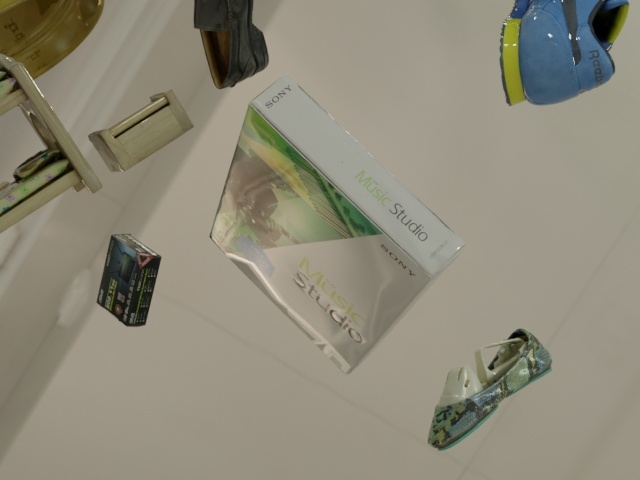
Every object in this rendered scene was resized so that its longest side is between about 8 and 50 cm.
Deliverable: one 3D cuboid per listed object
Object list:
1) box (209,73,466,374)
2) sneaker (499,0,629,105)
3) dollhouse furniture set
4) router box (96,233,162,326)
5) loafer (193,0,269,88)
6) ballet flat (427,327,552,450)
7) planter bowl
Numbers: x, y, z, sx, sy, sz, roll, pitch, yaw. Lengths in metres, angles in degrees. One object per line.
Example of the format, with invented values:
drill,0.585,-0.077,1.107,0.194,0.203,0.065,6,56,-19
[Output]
box,0.000,0.000,1.102,0.232,0.058,0.322,44,-26,8
sneaker,0.179,-0.164,0.763,0.209,0.082,0.069,-71,148,-47
dollhouse furniture set,-0.207,-0.069,0.725,0.101,0.182,0.161,59,-19,-16
router box,-0.301,0.062,1.688,0.038,0.122,0.092,0,22,-45
loafer,-0.104,-0.234,1.110,0.062,0.061,0.170,16,-41,40
ballet flat,0.167,0.148,1.124,0.070,0.070,0.188,35,44,29
planter bowl,-0.357,-0.251,1.205,0.090,0.217,0.217,55,7,4
